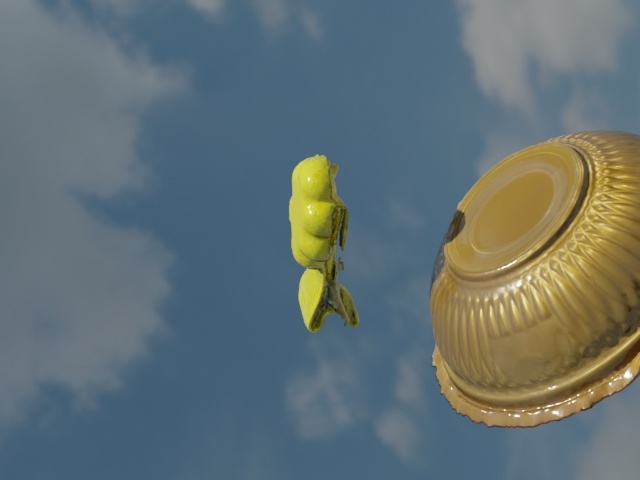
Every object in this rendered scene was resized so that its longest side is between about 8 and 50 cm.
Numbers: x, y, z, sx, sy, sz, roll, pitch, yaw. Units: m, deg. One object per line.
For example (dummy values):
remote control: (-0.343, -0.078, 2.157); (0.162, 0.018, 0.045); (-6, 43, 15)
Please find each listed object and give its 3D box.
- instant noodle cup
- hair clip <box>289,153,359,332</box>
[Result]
instant noodle cup: (0.164, 0.003, 1.087); (0.091, 0.274, 0.274); (43, -128, -27)
hair clip: (0.000, 0.000, 1.149); (0.173, 0.046, 0.072); (86, 170, -52)
